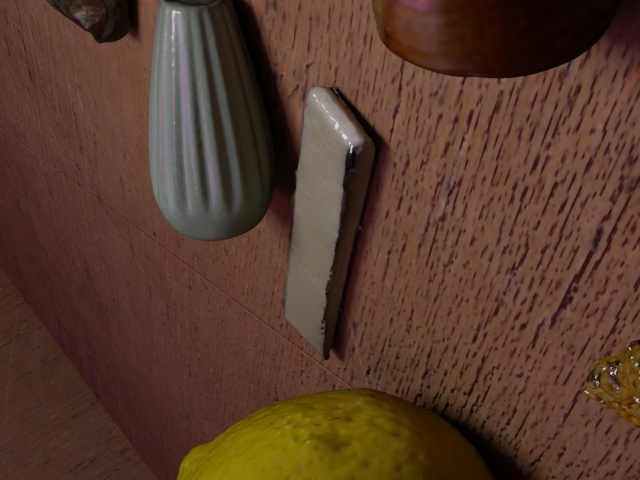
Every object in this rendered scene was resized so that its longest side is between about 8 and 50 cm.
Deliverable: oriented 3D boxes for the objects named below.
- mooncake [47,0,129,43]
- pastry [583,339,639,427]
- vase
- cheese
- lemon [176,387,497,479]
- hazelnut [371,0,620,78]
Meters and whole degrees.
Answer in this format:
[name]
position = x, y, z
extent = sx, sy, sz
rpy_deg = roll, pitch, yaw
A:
[mooncake]
position = -0.267, -0.291, 1.266
extent = 0.125, 0.073, 0.130
rpy_deg = 44, 154, 26
[pastry]
position = 0.240, 0.099, 0.763
extent = 0.080, 0.056, 0.140
rpy_deg = 45, 153, 1
[vase]
position = -0.111, -0.125, 1.105
extent = 0.128, 0.128, 0.248
rpy_deg = 34, 138, 43
[cheese]
position = 0.001, -0.002, 1.138
extent = 0.085, 0.034, 0.400
rpy_deg = 52, 155, 25
[lemon]
position = 0.020, 0.316, 1.081
extent = 0.350, 0.349, 0.387
rpy_deg = 65, 166, -15
[hazelnut]
position = 0.099, -0.164, 0.633
extent = 0.150, 0.150, 0.150
rpy_deg = 44, 152, 30
